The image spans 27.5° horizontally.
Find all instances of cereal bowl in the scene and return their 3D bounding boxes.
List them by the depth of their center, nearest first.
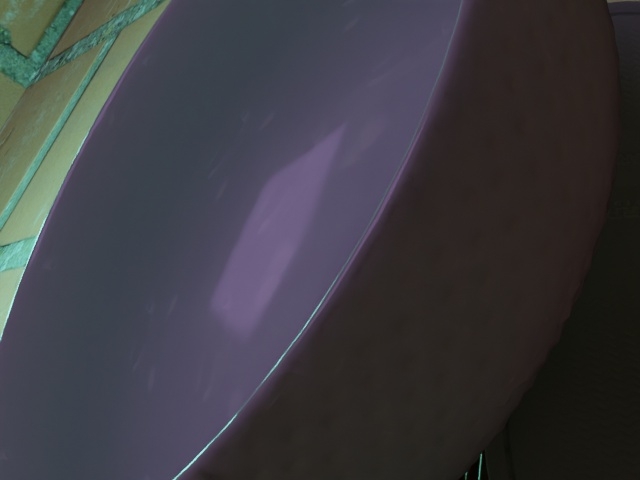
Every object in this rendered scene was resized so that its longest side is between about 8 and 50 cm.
[{"bbox_3d":[0.000,0.000,0.551,0.339,0.141,0.339,-43,29,32],"label":"cereal bowl"}]

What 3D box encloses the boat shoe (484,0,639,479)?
[{"bbox_3d":[0.138,0.032,0.584,0.114,0.091,0.302,6,58,16],"label":"boat shoe"}]

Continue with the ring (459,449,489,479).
[{"bbox_3d":[-0.039,0.158,0.651,0.336,0.032,0.336,-42,31,32],"label":"ring"}]
